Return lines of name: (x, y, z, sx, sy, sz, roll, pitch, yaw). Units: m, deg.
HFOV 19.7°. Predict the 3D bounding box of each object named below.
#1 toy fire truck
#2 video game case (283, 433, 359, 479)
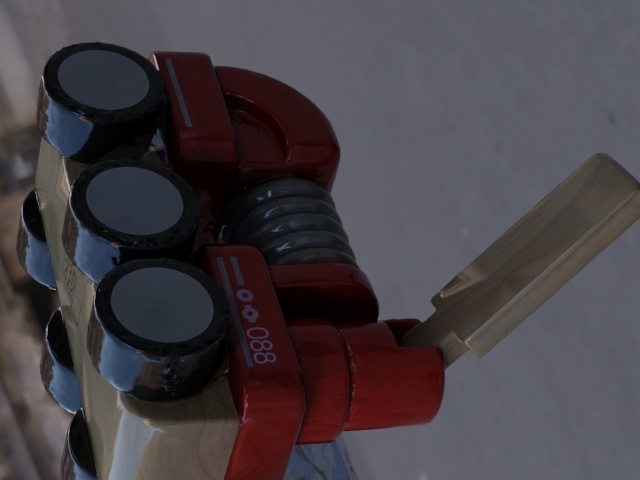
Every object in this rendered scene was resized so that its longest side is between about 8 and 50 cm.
toy fire truck: (0.000, 0.000, 0.849, 0.158, 0.246, 0.217, 107, 153, -42)
video game case: (-0.028, 0.161, 1.114, 0.244, 0.061, 0.269, 68, -170, 25)
